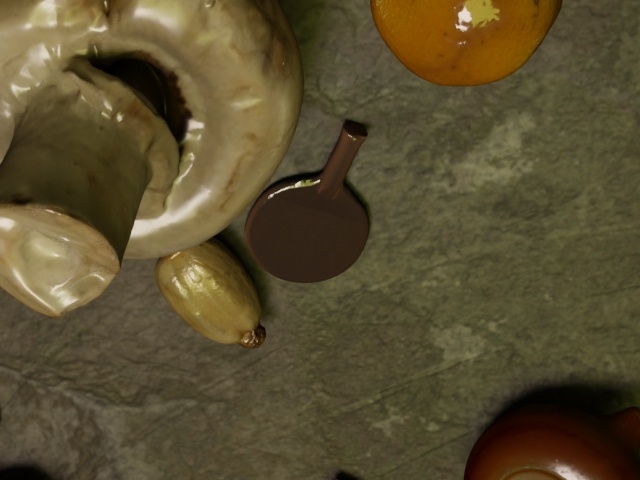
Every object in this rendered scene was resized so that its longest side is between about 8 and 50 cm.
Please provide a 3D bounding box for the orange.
[{"bbox_3d":[0.114,-0.194,1.270,0.136,0.159,0.159,-5,133,-42],"label":"orange"}]

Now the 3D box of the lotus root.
[{"bbox_3d":[-0.101,0.038,1.468,0.073,0.062,0.150,-32,120,10],"label":"lotus root"}]

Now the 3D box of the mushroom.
[{"bbox_3d":[-0.155,-0.086,1.242,0.292,0.290,0.293,1,128,1],"label":"mushroom"}]

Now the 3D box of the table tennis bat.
[{"bbox_3d":[0.000,0.000,1.413,0.107,0.119,0.170,16,124,-14],"label":"table tennis bat"}]

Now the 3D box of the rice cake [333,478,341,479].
[{"bbox_3d":[0.086,0.305,1.675,0.221,0.042,0.080,27,115,-18],"label":"rice cake"}]

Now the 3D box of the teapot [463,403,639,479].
[{"bbox_3d":[0.219,0.247,1.595,0.178,0.135,0.252,48,124,13],"label":"teapot"}]
